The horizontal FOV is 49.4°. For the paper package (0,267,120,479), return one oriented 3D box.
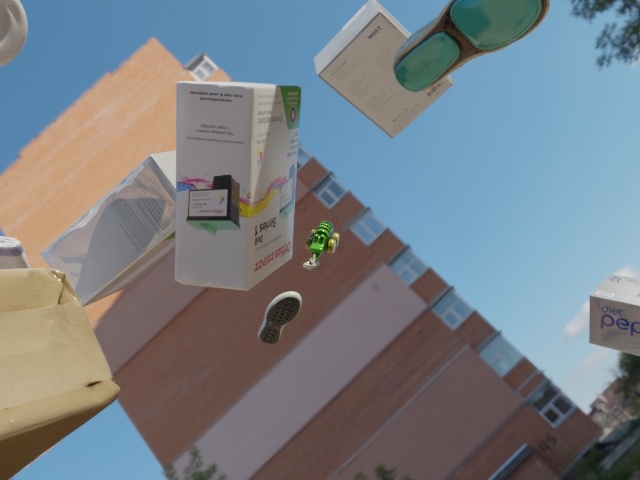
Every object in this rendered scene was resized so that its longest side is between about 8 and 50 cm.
[{"bbox_3d":[-0.407,0.178,0.618,0.324,0.168,0.309,-36,-12,15],"label":"paper package"}]

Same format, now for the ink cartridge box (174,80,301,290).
[{"bbox_3d":[-0.116,-0.087,1.012,0.201,0.117,0.278,-36,-48,-70],"label":"ink cartridge box"}]

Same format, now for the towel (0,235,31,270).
[{"bbox_3d":[-0.590,0.105,1.275,0.034,0.209,0.285,-69,-23,-50],"label":"towel"}]

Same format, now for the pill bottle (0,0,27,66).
[{"bbox_3d":[-0.501,-0.305,0.990,0.124,0.221,0.124,-8,-75,-32],"label":"pill bottle"}]

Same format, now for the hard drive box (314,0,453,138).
[{"bbox_3d":[0.132,-0.356,1.462,0.232,0.089,0.181,35,-62,-30],"label":"hard drive box"}]

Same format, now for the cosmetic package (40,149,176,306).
[{"bbox_3d":[-0.391,-0.030,1.489,0.365,0.155,0.197,-37,-2,23],"label":"cosmetic package"}]

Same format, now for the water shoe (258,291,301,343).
[{"bbox_3d":[-0.104,0.173,1.713,0.072,0.080,0.203,22,-47,-14],"label":"water shoe"}]

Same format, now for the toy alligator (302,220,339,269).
[{"bbox_3d":[0.000,0.000,1.365,0.190,0.056,0.051,-57,-26,-67],"label":"toy alligator"}]

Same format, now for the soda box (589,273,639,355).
[{"bbox_3d":[0.576,0.137,1.088,0.091,0.286,0.098,-29,-59,-41],"label":"soda box"}]

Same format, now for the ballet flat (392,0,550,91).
[{"bbox_3d":[0.179,-0.259,0.834,0.086,0.086,0.248,-25,4,-35],"label":"ballet flat"}]
